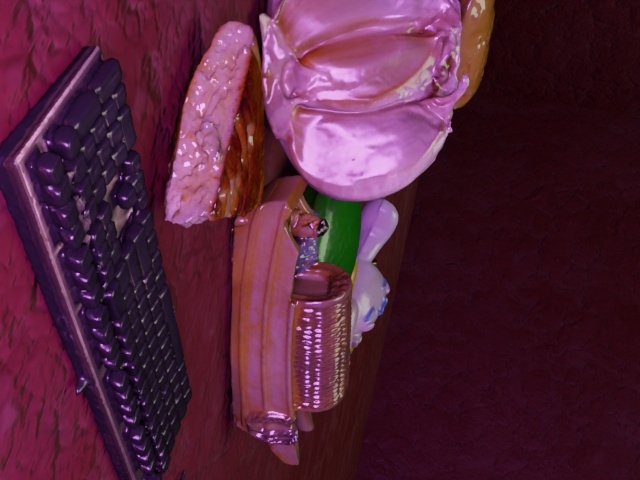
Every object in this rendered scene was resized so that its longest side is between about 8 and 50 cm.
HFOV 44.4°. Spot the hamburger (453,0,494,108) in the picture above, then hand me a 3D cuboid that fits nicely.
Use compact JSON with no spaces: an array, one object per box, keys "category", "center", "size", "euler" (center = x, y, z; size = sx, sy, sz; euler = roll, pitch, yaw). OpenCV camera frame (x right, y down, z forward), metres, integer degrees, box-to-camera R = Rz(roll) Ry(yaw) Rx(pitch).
[{"category":"hamburger","center":[0.174,-0.364,1.187],"size":[0.318,0.158,0.319],"euler":[-179,-90,-88]}]

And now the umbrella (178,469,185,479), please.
[{"category":"umbrella","center":[-0.129,0.231,0.613],"size":[0.022,0.022,0.149],"euler":[-37,-166,29]}]

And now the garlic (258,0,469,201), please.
[{"category":"garlic","center":[0.032,-0.151,0.717],"size":[0.143,0.177,0.230],"euler":[-147,-129,-85]}]

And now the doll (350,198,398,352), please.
[{"category":"doll","center":[0.035,0.094,1.125],"size":[0.252,0.111,0.237],"euler":[-54,158,-43]}]

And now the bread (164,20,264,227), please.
[{"category":"bread","center":[-0.067,-0.082,0.540],"size":[0.154,0.054,0.136],"euler":[-61,161,-77]}]

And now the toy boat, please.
[{"category":"toy boat","center":[-0.025,0.087,0.772],"size":[0.089,0.115,0.310],"euler":[-63,160,-60]}]

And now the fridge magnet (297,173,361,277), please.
[{"category":"fridge magnet","center":[0.000,0.000,0.907],"size":[0.208,0.088,0.208],"euler":[11,90,-80]}]

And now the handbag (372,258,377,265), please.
[{"category":"handbag","center":[0.051,0.098,1.401],"size":[0.127,0.062,0.190],"euler":[68,38,-71]}]

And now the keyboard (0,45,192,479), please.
[{"category":"keyboard","center":[-0.117,0.046,0.467],"size":[0.317,0.027,0.106],"euler":[90,13,-47]}]
